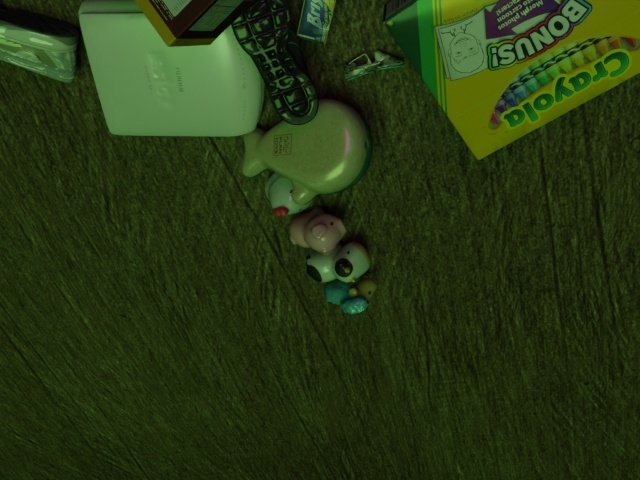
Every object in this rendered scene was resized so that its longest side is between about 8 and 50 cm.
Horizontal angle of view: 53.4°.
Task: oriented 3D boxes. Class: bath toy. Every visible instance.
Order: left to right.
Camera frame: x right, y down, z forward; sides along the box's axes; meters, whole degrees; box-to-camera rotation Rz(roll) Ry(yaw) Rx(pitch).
[{"bbox_3d":[0.000,0.000,1.357,0.151,0.129,0.348,-19,122,22],"label":"bath toy"}]

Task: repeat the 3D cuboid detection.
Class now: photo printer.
[{"bbox_3d":[-0.256,-0.313,1.163,0.307,0.107,0.256,2,127,6],"label":"photo printer"}]

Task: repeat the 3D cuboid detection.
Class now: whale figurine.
[{"bbox_3d":[-0.024,-0.175,1.232,0.272,0.141,0.216,-1,89,30],"label":"whale figurine"}]

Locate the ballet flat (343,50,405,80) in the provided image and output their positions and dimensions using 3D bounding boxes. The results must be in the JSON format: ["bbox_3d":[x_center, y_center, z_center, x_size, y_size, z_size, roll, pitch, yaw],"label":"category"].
[{"bbox_3d":[0.095,-0.322,1.153,0.114,0.041,0.041,-11,125,15],"label":"ballet flat"}]

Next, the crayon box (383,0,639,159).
[{"bbox_3d":[0.339,-0.353,1.049,0.362,0.106,0.313,-29,119,26],"label":"crayon box"}]

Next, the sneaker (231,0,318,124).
[{"bbox_3d":[-0.083,-0.328,1.087,0.101,0.106,0.267,-19,111,2],"label":"sneaker"}]

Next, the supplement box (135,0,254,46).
[{"bbox_3d":[-0.186,-0.427,0.941,0.194,0.129,0.191,-34,94,26],"label":"supplement box"}]

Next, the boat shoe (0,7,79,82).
[{"bbox_3d":[-0.608,-0.373,1.166,0.320,0.118,0.103,10,124,-8],"label":"boat shoe"}]

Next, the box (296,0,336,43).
[{"bbox_3d":[0.004,-0.425,1.071,0.054,0.059,0.169,13,128,-4],"label":"box"}]
